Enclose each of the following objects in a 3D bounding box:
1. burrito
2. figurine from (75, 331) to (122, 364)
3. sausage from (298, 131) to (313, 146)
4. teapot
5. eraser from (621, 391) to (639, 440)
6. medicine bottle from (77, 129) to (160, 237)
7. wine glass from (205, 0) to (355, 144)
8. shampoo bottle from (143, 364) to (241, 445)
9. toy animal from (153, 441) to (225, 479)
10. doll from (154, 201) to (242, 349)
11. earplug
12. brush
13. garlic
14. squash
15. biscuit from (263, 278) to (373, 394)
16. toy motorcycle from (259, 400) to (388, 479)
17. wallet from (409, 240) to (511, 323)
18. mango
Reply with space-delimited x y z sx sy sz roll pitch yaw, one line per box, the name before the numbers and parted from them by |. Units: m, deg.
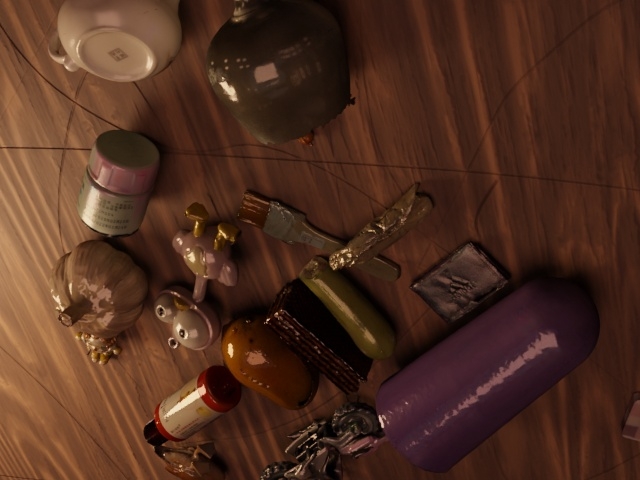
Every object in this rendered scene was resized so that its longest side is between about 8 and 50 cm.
burrito | 0.110 -0.014 1.668 0.229 0.063 0.058 -41 65 20
figurine | -0.486 0.229 2.027 0.101 0.068 0.143 4 136 20
sausage | -0.044 -0.210 1.609 0.031 0.031 0.107 -22 114 28
teapot | -0.347 -0.360 1.541 0.298 0.139 0.204 -11 151 20
eraser | 0.631 0.346 1.774 0.065 0.026 0.105 12 126 6
medicine bottle | -0.381 -0.109 1.720 0.135 0.135 0.168 26 127 -1
wine glass | -0.085 -0.327 1.427 0.238 0.238 0.323 -11 121 24
shampoo bottle | -0.300 0.384 2.043 0.104 0.104 0.278 43 124 -13
toy animal | -0.318 0.541 2.175 0.188 0.089 0.179 24 142 -6
doll | -0.248 0.089 1.832 0.160 0.094 0.365 32 125 13
earplug | 0.322 0.237 1.693 0.215 0.215 0.456 39 122 -10
brush | 0.000 0.000 1.742 0.337 0.020 0.085 24 127 1
garlic | -0.477 0.125 1.861 0.219 0.212 0.218 7 118 14
squash | 0.060 0.137 1.780 0.083 0.083 0.250 -33 107 32
biscuit | 0.006 0.196 1.820 0.252 0.106 0.070 43 126 -12
toy motorcycle | 0.026 0.486 1.999 0.188 0.143 0.327 40 111 -21
wallet | 0.261 0.078 1.708 0.111 0.030 0.166 45 123 -8
mango | -0.096 0.252 1.872 0.166 0.136 0.236 -21 118 27
